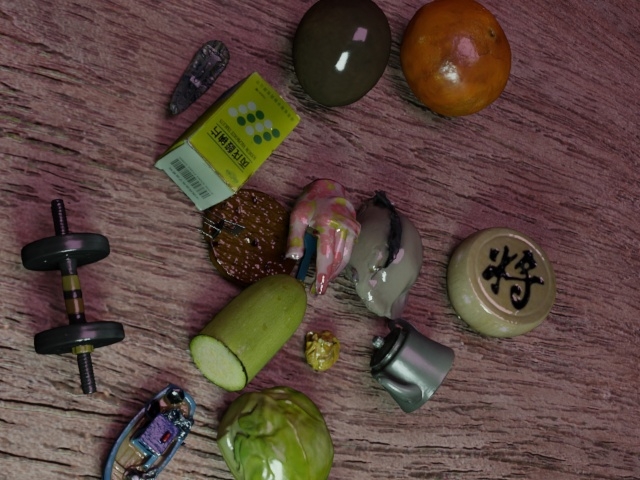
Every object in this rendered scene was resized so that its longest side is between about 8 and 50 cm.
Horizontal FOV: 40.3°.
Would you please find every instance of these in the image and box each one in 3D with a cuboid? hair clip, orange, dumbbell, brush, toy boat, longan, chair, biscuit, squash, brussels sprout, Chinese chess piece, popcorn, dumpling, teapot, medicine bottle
[{"bbox_3d":[-0.246,-0.320,1.738,0.066,0.036,0.229,44,48,-21],"label":"hair clip"},{"bbox_3d":[0.321,-0.436,2.063,0.284,0.226,0.284,16,66,-38],"label":"orange"},{"bbox_3d":[-0.404,0.089,1.424,0.143,0.143,0.325,-4,77,-36],"label":"dumbbell"},{"bbox_3d":[-0.028,0.038,1.788,0.051,0.014,0.164,34,59,-27],"label":"brush"},{"bbox_3d":[-0.285,0.342,1.455,0.100,0.097,0.223,44,54,-12],"label":"toy boat"},{"bbox_3d":[0.049,-0.415,1.872,0.215,0.246,0.246,43,54,1],"label":"longan"},{"bbox_3d":[-0.186,-0.021,1.636,0.086,0.037,0.042,24,51,-20],"label":"chair"},{"bbox_3d":[-0.134,-0.004,1.713,0.212,0.036,0.212,12,69,-33],"label":"biscuit"},{"bbox_3d":[-0.115,0.154,1.618,0.132,0.132,0.247,53,52,-9],"label":"squash"},{"bbox_3d":[-0.071,0.365,1.557,0.223,0.161,0.223,8,77,-37],"label":"brussels sprout"},{"bbox_3d":[0.413,0.095,1.996,0.257,0.104,0.257,7,67,-18],"label":"Chinese chess piece"},{"bbox_3d":[0.011,0.212,1.718,0.084,0.084,0.084,12,68,-32],"label":"popcorn"},{"bbox_3d":[0.154,0.030,1.834,0.204,0.163,0.293,29,48,-20],"label":"dumpling"},{"bbox_3d":[0.167,0.240,1.790,0.149,0.162,0.239,37,31,-7],"label":"teapot"},{"bbox_3d":[-0.178,-0.194,1.683,0.137,0.141,0.250,49,54,-17],"label":"medicine bottle"}]

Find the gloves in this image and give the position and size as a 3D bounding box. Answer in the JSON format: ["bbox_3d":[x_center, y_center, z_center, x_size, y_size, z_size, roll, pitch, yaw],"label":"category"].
[{"bbox_3d":[0.011,-0.004,1.736,0.145,0.126,0.241,44,30,-48],"label":"gloves"}]
